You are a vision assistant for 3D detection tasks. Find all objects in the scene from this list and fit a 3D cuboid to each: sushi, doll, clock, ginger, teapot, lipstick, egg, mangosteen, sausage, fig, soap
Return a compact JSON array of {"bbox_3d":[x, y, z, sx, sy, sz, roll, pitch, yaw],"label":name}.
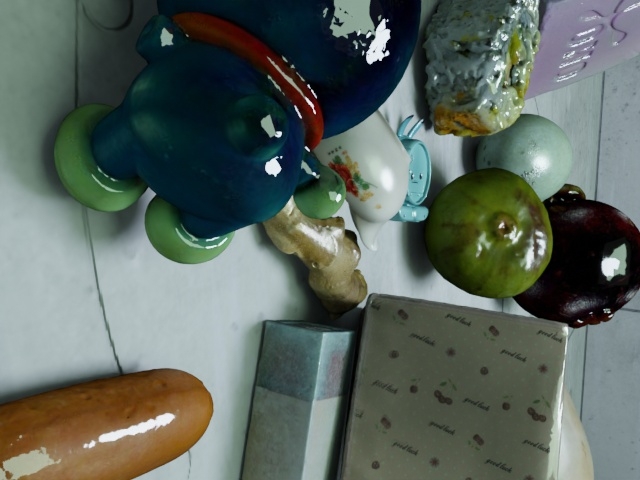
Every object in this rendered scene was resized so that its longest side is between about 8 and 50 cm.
[{"bbox_3d":[0.251,-0.290,0.909,0.274,0.139,0.184,-64,145,-29],"label":"sushi"},{"bbox_3d":[-0.034,-0.140,0.433,0.198,0.186,0.322,34,64,-33],"label":"doll"},{"bbox_3d":[0.119,-0.100,0.822,0.108,0.045,0.147,-4,98,-59],"label":"clock"},{"bbox_3d":[0.000,0.000,0.628,0.089,0.075,0.288,-45,140,-15],"label":"ginger"},{"bbox_3d":[0.033,-0.097,0.618,0.226,0.092,0.145,55,7,-19],"label":"teapot"},{"bbox_3d":[-0.035,0.274,0.615,0.079,0.076,0.372,12,85,-60],"label":"lipstick"},{"bbox_3d":[0.382,-0.152,1.111,0.236,0.169,0.169,-5,100,-51],"label":"egg"},{"bbox_3d":[0.548,0.020,1.323,0.307,0.306,0.347,35,37,-54],"label":"mangosteen"},{"bbox_3d":[-0.157,0.134,0.403,0.197,0.076,0.077,3,93,-56],"label":"sausage"},{"bbox_3d":[0.256,-0.008,0.946,0.225,0.202,0.203,169,-71,-85],"label":"fig"},{"bbox_3d":[0.493,-0.414,1.072,0.296,0.285,0.107,60,8,-70],"label":"soap"}]

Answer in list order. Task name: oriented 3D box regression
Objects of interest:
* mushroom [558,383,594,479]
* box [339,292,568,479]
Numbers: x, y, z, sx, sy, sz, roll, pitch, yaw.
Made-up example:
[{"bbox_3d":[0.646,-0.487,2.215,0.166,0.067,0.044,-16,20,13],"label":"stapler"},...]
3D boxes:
[{"bbox_3d":[0.259,0.306,0.949,0.362,0.294,0.362,57,19,-32],"label":"mushroom"},{"bbox_3d":[0.139,0.228,0.687,0.190,0.225,0.298,80,19,-82],"label":"box"}]
